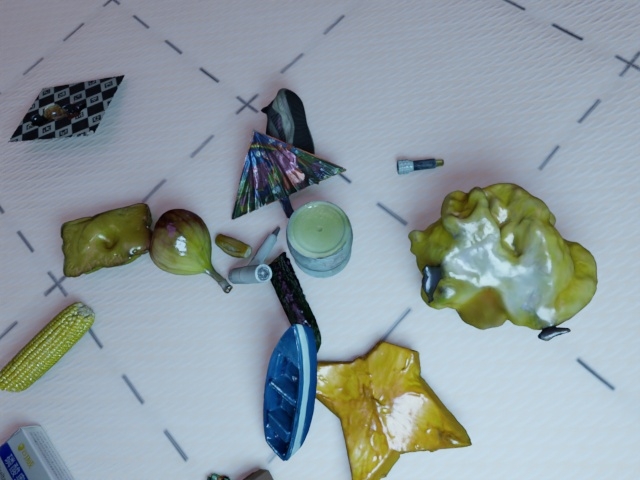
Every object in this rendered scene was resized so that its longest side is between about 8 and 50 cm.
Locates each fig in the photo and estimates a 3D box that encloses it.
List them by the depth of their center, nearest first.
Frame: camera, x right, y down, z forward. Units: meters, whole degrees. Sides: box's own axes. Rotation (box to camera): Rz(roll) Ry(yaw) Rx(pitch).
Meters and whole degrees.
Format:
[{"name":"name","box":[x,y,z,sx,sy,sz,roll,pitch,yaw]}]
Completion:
[{"name":"fig","box":[-0.316,0.040,0.959,0.143,0.160,0.230,-10,66,-42]}]

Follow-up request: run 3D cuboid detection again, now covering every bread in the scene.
[{"name":"bread","box":[-0.532,0.001,1.040,0.233,0.088,0.160,-17,74,0]}]

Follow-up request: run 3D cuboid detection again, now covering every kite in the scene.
[{"name":"kite","box":[-0.107,-0.167,1.005,0.321,0.016,0.234,-22,101,10]}]

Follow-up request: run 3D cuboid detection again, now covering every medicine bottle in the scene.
[{"name":"medicine bottle","box":[0.000,0.000,0.920,0.147,0.143,0.147,-1,70,4]}]

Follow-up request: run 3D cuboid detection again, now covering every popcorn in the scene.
[{"name":"popcorn","box":[0.336,0.041,0.813,0.316,0.281,0.297,43,122,-7]}]

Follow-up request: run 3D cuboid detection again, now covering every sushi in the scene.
[{"name":"sushi","box":[-0.741,-0.375,1.221,0.290,0.050,0.264,-4,57,11]}]

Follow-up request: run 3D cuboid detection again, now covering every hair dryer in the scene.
[{"name":"hair dryer","box":[-0.127,0.025,0.953,0.044,0.155,0.183,45,63,-23]}]

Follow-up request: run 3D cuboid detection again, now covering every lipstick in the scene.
[{"name":"lipstick","box":[0.247,-0.185,1.001,0.116,0.037,0.037,-6,70,3]}]

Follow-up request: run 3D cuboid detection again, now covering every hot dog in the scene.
[{"name":"hot dog","box":[-0.213,0.016,0.988,0.137,0.028,0.044,16,77,40]}]

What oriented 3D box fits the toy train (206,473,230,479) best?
[{"name":"toy train","box":[-0.219,0.530,0.831,0.064,0.044,0.103,16,75,25]}]

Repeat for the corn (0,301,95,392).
[{"name":"corn","box":[-0.650,0.255,0.973,0.081,0.081,0.248,39,80,19]}]

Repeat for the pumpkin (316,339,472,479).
[{"name":"pumpkin","box":[0.107,0.324,0.818,0.258,0.095,0.290,-31,66,3]}]

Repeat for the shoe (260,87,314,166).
[{"name":"shoe","box":[-0.091,-0.273,1.062,0.112,0.099,0.227,-10,89,38]}]

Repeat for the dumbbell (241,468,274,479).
[{"name":"dumbbell","box":[-0.085,0.559,0.775,0.092,0.082,0.231,-34,69,-4]}]

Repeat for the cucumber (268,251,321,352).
[{"name":"cucumber","box":[-0.059,0.139,0.923,0.067,0.067,0.245,-27,68,-1]}]

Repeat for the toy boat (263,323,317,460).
[{"name":"toy boat","box":[-0.054,0.286,0.790,0.096,0.062,0.299,27,117,41]}]

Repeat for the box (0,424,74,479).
[{"name":"box","box":[-0.603,0.594,0.857,0.343,0.065,0.200,41,82,19]}]
